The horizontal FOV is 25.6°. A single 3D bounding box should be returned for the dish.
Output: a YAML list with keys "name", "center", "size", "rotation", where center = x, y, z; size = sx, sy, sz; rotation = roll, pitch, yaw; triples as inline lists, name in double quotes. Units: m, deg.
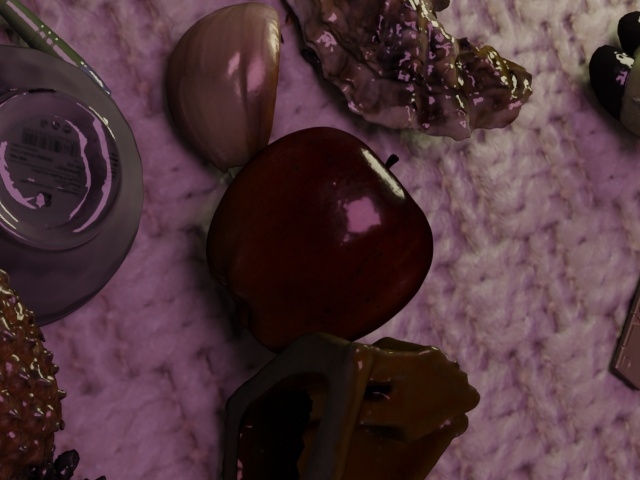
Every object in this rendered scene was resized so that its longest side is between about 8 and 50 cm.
- name: "dish"
  center: [-0.272, -0.058, 1.280]
  size: [0.303, 0.120, 0.303]
  rotation: [5, 81, -35]

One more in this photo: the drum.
- name: "drum"
  center: [-0.300, -0.244, 1.387]
  size: [0.253, 0.049, 0.130]
  rotation: [31, 61, -25]

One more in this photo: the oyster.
- name: "oyster"
  center: [0.089, -0.269, 1.612]
  size: [0.238, 0.115, 0.351]
  rotation: [-22, 88, -37]

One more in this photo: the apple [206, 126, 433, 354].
- name: "apple"
  center: [-0.001, -0.002, 1.408]
  size: [0.234, 0.234, 0.234]
  rotation: [11, 69, -31]

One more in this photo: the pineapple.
- name: "pineapple"
  center: [-0.291, 0.168, 1.178]
  size: [0.202, 0.202, 0.362]
  rotation: [-44, 118, -35]

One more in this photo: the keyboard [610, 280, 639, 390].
- name: "keyboard"
  center: [0.402, 0.106, 1.764]
  size: [0.055, 0.017, 0.166]
  rotation: [40, 57, -22]

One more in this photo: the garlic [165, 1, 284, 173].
- name: "garlic"
  center: [-0.087, -0.185, 1.471]
  size: [0.128, 0.115, 0.206]
  rotation: [23, 61, -19]

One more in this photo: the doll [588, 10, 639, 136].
- name: "doll"
  center: [0.455, -0.229, 1.839]
  size: [0.234, 0.144, 0.135]
  rotation: [-51, 129, -35]

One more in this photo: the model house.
- name: "model house"
  center: [0.049, 0.195, 1.373]
  size: [0.239, 0.268, 0.173]
  rotation: [6, 60, -37]
